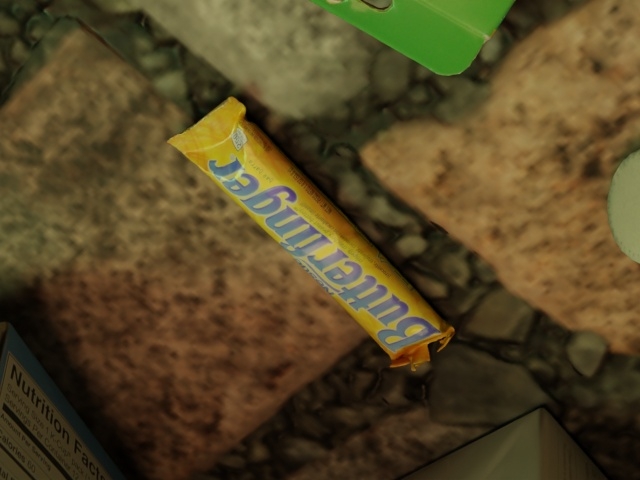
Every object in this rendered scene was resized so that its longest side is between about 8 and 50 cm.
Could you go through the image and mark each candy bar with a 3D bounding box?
[{"bbox_3d":[0.000,0.000,0.604,0.040,0.018,0.161,-35,109,28],"label":"candy bar"}]

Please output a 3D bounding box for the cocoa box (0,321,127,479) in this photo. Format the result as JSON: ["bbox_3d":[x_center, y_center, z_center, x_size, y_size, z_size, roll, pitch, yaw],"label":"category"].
[{"bbox_3d":[-0.259,0.231,0.638,0.347,0.228,0.231,-17,129,13],"label":"cocoa box"}]

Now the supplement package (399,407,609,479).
[{"bbox_3d":[0.123,0.266,0.652,0.175,0.177,0.293,-33,110,26],"label":"supplement package"}]

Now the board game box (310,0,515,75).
[{"bbox_3d":[0.062,-0.188,0.461,0.124,0.039,0.259,29,121,-6],"label":"board game box"}]

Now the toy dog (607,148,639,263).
[{"bbox_3d":[0.221,0.025,0.523,0.220,0.161,0.333,13,109,7],"label":"toy dog"}]
